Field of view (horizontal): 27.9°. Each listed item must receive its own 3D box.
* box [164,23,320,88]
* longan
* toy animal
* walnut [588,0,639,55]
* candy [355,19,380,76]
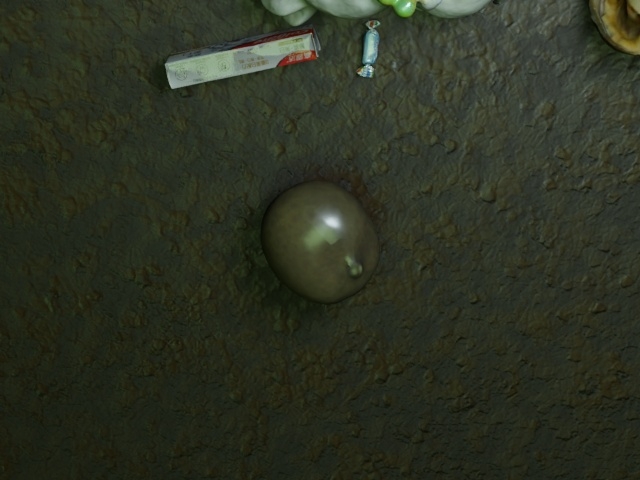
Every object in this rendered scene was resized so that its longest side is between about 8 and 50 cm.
[{"bbox_3d":[-0.111,-0.263,1.839,0.218,0.055,0.039,-10,113,8],"label":"box"},{"bbox_3d":[0.000,0.000,1.878,0.189,0.189,0.189,1,112,3],"label":"longan"},{"bbox_3d":[0.079,-0.372,1.698,0.310,0.247,0.183,-9,94,-9],"label":"toy animal"},{"bbox_3d":[0.482,-0.339,1.708,0.141,0.204,0.238,14,125,-37],"label":"walnut"},{"bbox_3d":[0.068,-0.274,1.842,0.030,0.020,0.083,4,111,0],"label":"candy"}]
